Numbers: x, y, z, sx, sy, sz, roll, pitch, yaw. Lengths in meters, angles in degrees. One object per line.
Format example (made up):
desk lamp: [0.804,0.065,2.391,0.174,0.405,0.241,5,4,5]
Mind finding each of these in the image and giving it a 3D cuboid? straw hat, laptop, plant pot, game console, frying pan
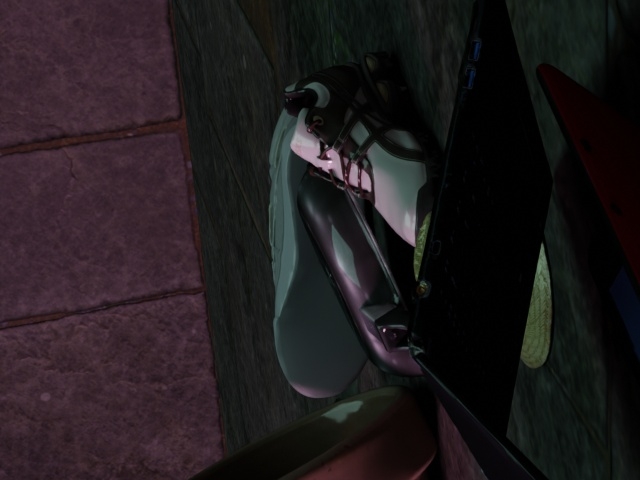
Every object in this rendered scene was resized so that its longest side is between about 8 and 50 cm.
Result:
straw hat: [0.088,0.011,1.050,0.144,0.061,0.145,170,90,-80]
laptop: [0.127,0.056,0.794,0.234,0.136,0.264,59,-139,-66]
plant pot: [0.004,0.272,1.370,0.229,0.263,0.263,63,171,-2]
game console: [0.126,0.018,0.723,0.124,0.085,0.144,110,152,-44]
frying pan: [0.054,0.064,1.303,0.197,0.053,0.326,68,177,-46]

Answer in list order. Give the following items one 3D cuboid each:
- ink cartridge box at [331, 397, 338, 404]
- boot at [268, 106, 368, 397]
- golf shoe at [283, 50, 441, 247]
ink cartridge box: [0.021,0.258,1.726,0.235,0.056,0.171,-24,-69,-74]
boot: [0.000,0.000,1.546,0.123,0.095,0.258,-107,18,-69]
golf shoe: [0.029,-0.055,1.245,0.198,0.093,0.077,-113,17,-50]
